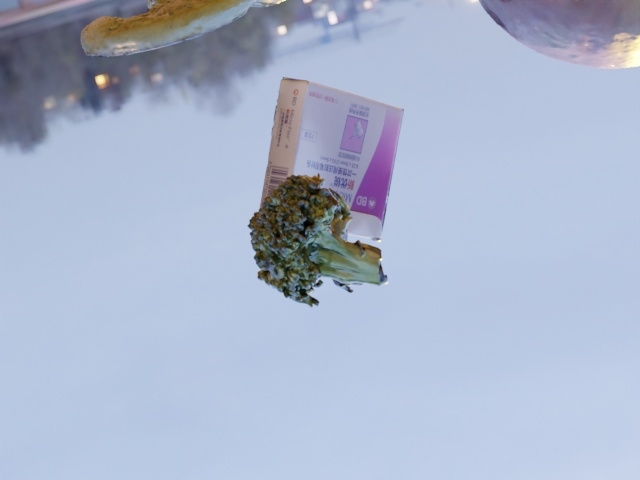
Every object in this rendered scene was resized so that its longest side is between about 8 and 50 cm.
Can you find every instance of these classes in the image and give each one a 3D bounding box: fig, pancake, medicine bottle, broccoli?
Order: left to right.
[{"bbox_3d":[-0.132,-0.250,1.605,0.254,0.037,0.253,-16,-164,5],"label":"pancake"},{"bbox_3d":[0.000,0.000,0.926,0.092,0.097,0.095,11,-156,10],"label":"broccoli"},{"bbox_3d":[0.014,-0.096,1.817,0.052,0.171,0.201,10,179,38],"label":"medicine bottle"},{"bbox_3d":[0.215,-0.238,1.135,0.224,0.224,0.263,-11,-144,34],"label":"fig"}]
